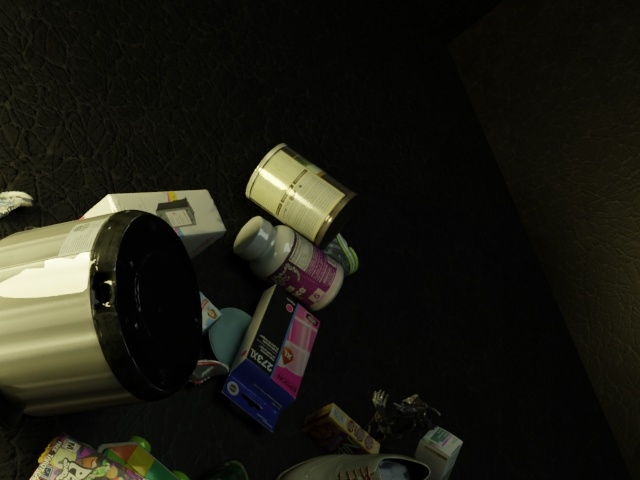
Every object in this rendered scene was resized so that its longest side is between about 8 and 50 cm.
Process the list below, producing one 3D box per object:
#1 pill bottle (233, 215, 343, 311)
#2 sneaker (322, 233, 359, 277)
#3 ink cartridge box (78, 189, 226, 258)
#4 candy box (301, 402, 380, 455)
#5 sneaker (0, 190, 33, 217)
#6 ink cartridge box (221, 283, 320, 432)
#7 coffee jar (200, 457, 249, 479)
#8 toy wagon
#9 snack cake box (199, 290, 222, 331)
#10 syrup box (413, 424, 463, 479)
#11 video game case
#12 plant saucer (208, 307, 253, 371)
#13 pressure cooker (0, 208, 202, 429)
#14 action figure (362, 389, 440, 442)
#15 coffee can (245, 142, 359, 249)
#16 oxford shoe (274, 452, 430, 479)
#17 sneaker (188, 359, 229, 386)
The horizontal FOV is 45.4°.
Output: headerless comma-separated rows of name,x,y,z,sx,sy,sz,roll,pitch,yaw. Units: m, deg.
pill bottle,-0.093,0.062,2.169,0.301,0.169,0.169,35,40,-26
sneaker,0.000,0.000,2.389,0.300,0.111,0.121,51,39,-2
ink cartridge box,-0.415,-0.012,1.798,0.306,0.226,0.131,-10,71,-54
candy box,0.055,0.521,2.025,0.187,0.109,0.053,43,36,-17
sneaker,-0.696,-0.074,1.677,0.135,0.052,0.058,-1,73,-42
ink cartridge box,-0.120,0.295,1.981,0.176,0.069,0.371,43,39,-18
coffee jar,-0.215,0.533,1.652,0.184,0.096,0.079,6,60,-82
toy wagon,-0.405,0.513,1.520,0.344,0.068,0.267,46,36,-13
snack cake box,-0.359,0.194,1.771,0.152,0.089,0.264,44,27,1
syrup box,0.299,0.637,2.103,0.096,0.236,0.093,26,27,24
video game case,-0.449,0.503,1.401,0.210,0.042,0.232,32,54,-3
plant saucer,-0.218,0.268,1.968,0.195,0.037,0.195,30,43,-33
pressure cooker,-0.478,0.142,1.459,0.370,0.421,0.375,-2,82,-76
action figure,0.203,0.478,2.088,0.164,0.276,0.141,30,38,-30
coffee can,-0.053,-0.130,2.267,0.275,0.201,0.201,36,34,10
oxford shoe,0.081,0.582,1.886,0.397,0.146,0.140,-3,66,-22
sneaker,-0.292,0.321,1.829,0.158,0.061,0.064,11,63,-33
